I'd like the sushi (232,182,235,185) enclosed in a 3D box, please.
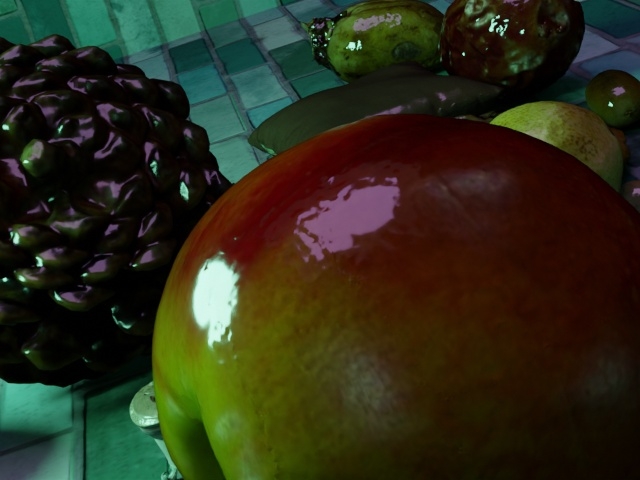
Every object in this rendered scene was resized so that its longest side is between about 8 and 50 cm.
[{"bbox_3d":[0.000,0.000,1.560,0.184,0.139,0.274,-23,17,-22],"label":"sushi"}]

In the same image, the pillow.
[{"bbox_3d":[0.072,-0.176,2.011,0.305,0.108,0.308,-25,20,-13],"label":"pillow"}]

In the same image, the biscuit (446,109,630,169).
[{"bbox_3d":[0.210,-0.111,1.697,0.334,0.081,0.289,-13,16,-27],"label":"biscuit"}]

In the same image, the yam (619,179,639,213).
[{"bbox_3d":[0.447,-0.047,1.420,0.300,0.066,0.066,-7,22,32],"label":"yam"}]

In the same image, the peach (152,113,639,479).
[{"bbox_3d":[0.079,0.085,0.954,0.388,0.388,0.388,-16,20,6],"label":"peach"}]

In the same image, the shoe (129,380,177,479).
[{"bbox_3d":[-0.083,0.160,1.283,0.180,0.092,0.089,-23,24,-24],"label":"shoe"}]

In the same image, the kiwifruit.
[{"bbox_3d":[0.394,-0.189,1.834,0.075,0.075,0.124,-16,23,4],"label":"kiwifruit"}]

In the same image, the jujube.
[{"bbox_3d":[0.281,-0.304,2.066,0.197,0.197,0.290,-24,2,-18],"label":"jujube"}]

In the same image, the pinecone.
[{"bbox_3d":[-0.288,-0.018,1.524,0.398,0.397,0.398,-16,20,6],"label":"pinecone"}]

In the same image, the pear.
[{"bbox_3d":[0.243,-0.068,1.484,0.178,0.178,0.178,-16,20,6],"label":"pear"}]

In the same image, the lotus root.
[{"bbox_3d":[0.122,-0.341,2.374,0.314,0.141,0.169,-5,24,7],"label":"lotus root"}]
